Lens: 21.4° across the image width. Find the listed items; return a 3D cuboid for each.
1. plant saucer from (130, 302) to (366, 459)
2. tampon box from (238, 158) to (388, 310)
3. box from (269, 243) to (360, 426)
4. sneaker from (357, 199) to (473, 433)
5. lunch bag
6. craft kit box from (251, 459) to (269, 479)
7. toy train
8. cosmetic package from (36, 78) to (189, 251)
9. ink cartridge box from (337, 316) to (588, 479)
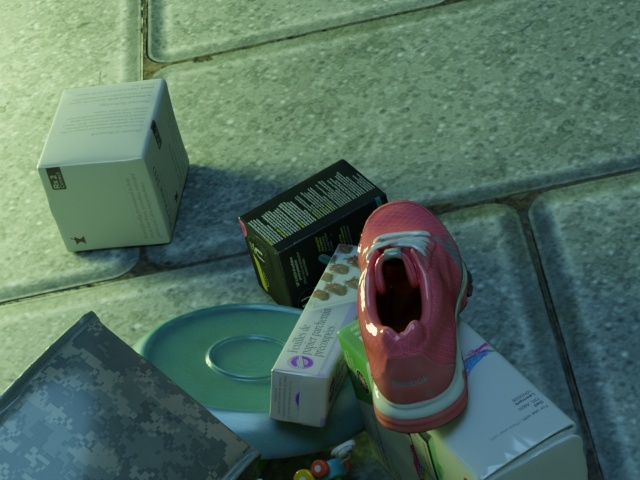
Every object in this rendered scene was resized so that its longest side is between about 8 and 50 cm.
[{"bbox_3d":[-0.079,0.147,1.929,0.317,0.044,0.317,2,25,-1],"label":"plant saucer"},{"bbox_3d":[0.000,0.000,2.099,0.161,0.120,0.101,-29,41,-18],"label":"tampon box"},{"bbox_3d":[0.013,0.100,1.910,0.063,0.067,0.324,8,25,11],"label":"box"},{"bbox_3d":[0.091,0.040,1.681,0.115,0.136,0.314,-11,39,6],"label":"sneaker"},{"bbox_3d":[-0.238,0.257,1.627,0.235,0.169,0.287,38,55,11],"label":"lunch bag"},{"bbox_3d":[-0.198,0.262,1.899,0.246,0.061,0.250,9,44,23],"label":"craft kit box"},{"bbox_3d":[-0.032,0.271,1.797,0.166,0.125,0.046,-20,72,-14],"label":"toy train"},{"bbox_3d":[-0.277,-0.102,2.291,0.151,0.151,0.184,-6,40,11],"label":"cosmetic package"},{"bbox_3d":[0.150,0.207,1.731,0.117,0.201,0.278,-29,40,-15],"label":"ink cartridge box"}]
